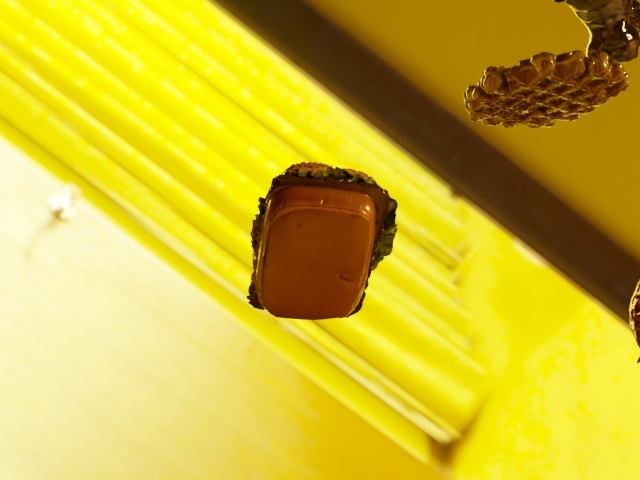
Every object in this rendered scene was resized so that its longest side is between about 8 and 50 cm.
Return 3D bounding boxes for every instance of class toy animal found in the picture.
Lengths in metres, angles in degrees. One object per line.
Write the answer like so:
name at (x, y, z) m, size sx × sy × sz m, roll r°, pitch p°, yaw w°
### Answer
toy animal at (0.313, -0.321, 1.720) m, size 0.106 × 0.343 × 0.168 m, roll -9°, pitch 46°, yaw 18°

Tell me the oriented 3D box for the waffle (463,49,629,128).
waffle at (0.246, -0.165, 1.633) m, size 0.191 × 0.191 × 0.038 m, roll 145°, pitch 124°, yaw -63°

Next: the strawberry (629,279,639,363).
strawberry at (0.454, 0.047, 1.645) m, size 0.205 × 0.205 × 0.244 m, roll -67°, pitch -14°, yaw -58°

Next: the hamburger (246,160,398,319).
hamburger at (0.000, 0.000, 1.389) m, size 0.087 × 0.137 × 0.166 m, roll -94°, pitch 14°, yaw -53°
